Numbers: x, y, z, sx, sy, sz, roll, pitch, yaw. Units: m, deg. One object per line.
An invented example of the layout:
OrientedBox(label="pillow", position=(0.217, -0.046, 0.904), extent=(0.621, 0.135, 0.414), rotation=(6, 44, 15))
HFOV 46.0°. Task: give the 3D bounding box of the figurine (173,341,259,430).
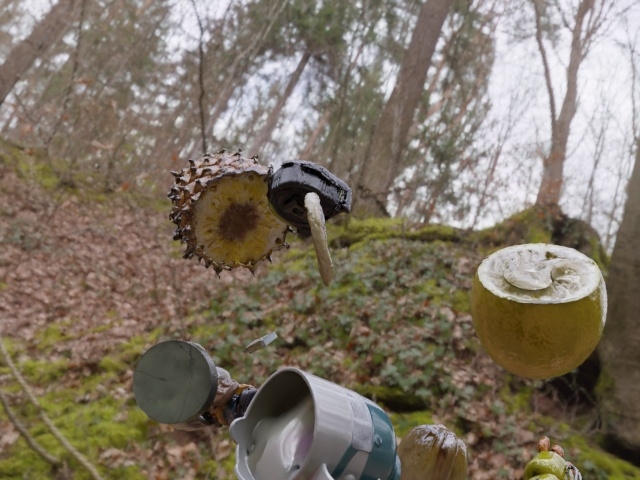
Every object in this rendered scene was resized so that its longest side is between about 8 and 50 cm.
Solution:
OrientedBox(label="figurine", position=(-0.254, 0.386, 1.793), extent=(0.332, 0.205, 0.185), rotation=(22, 9, 41))

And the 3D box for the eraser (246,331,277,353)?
OrientedBox(label="eraser", position=(-0.125, 0.218, 1.605), extent=(0.019, 0.038, 0.083), rotation=(58, -35, 0))

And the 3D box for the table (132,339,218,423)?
OrientedBox(label="table", position=(-0.235, 0.230, 1.228), extent=(0.133, 0.134, 0.043), rotation=(18, -8, 13))

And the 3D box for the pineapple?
OrientedBox(label="pineapple", position=(-0.259, -0.084, 2.057), extent=(0.352, 0.352, 0.300), rotation=(38, -6, -30))

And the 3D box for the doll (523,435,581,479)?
OrientedBox(label="doll", position=(0.504, 0.522, 1.652), extent=(0.135, 0.221, 0.143), rotation=(-42, -104, 35))

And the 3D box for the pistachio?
OrientedBox(label="pistachio", position=(0.231, 0.537, 1.688), extent=(0.162, 0.261, 0.213), rotation=(25, -11, 6))

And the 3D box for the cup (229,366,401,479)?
OrientedBox(label="cup", position=(0.012, 0.380, 1.341), extent=(0.257, 0.219, 0.289), rotation=(27, 10, -34))

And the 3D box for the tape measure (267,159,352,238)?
OrientedBox(label="tape measure", position=(-0.044, -0.102, 1.839), extent=(0.186, 0.112, 0.199), rotation=(34, -44, -22))

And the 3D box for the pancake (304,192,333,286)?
OrientedBox(label="pancake", position=(0.000, 0.000, 1.061), extent=(0.022, 0.140, 0.139), rotation=(-11, -29, 1))

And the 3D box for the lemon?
OrientedBox(label="lemon", position=(0.572, 0.204, 1.984), extent=(0.364, 0.364, 0.364), rotation=(19, -24, 9))
